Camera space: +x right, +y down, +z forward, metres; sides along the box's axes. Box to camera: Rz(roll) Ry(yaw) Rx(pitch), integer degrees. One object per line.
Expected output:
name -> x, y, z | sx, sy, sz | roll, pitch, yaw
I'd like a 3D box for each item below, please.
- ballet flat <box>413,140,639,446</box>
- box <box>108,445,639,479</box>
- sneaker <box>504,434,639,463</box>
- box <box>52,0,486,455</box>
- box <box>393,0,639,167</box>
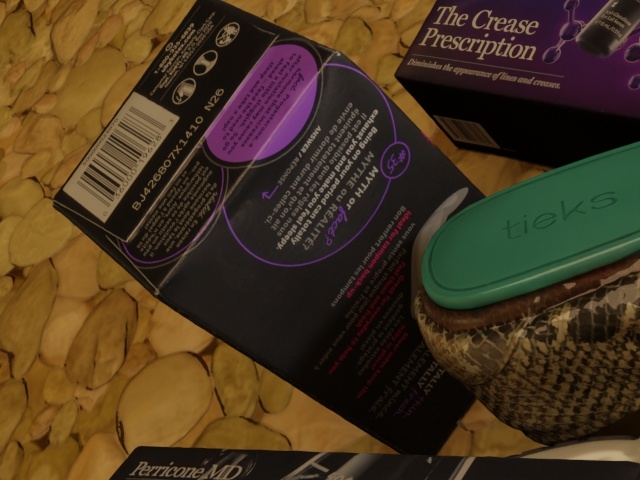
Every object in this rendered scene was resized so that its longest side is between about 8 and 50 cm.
ballet flat -> 0.279, -0.019, 0.566 | 0.483, 0.182, 0.164 | -29, 27, 27
box -> -0.027, 0.265, 0.532 | 0.343, 0.179, 0.312 | -7, 30, 40
sneaker -> 0.212, 0.146, 0.584 | 0.275, 0.107, 0.110 | -24, 62, 37
box -> 0.000, 0.000, 0.720 | 0.165, 0.270, 0.143 | -53, 42, -3
box -> 0.206, -0.143, 0.774 | 0.261, 0.103, 0.184 | 18, 72, 46
